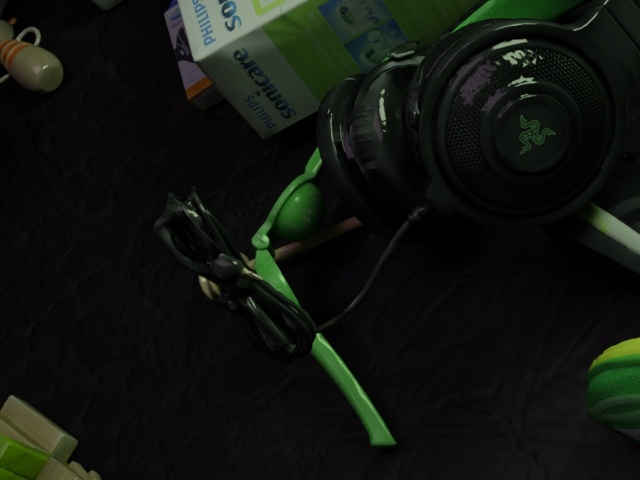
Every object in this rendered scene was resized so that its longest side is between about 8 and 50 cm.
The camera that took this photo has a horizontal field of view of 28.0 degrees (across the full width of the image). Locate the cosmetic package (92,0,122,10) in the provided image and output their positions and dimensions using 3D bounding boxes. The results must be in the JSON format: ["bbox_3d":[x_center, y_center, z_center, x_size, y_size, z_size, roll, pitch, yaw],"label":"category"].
[{"bbox_3d":[-0.214,-0.356,1.244,0.151,0.183,0.151,-25,53,22],"label":"cosmetic package"}]

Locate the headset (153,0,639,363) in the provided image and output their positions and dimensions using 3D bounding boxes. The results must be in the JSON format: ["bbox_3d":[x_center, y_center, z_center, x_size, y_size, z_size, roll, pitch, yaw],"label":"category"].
[{"bbox_3d":[0.072,-0.087,0.847,0.394,0.185,0.243,-51,18,-21],"label":"headset"}]

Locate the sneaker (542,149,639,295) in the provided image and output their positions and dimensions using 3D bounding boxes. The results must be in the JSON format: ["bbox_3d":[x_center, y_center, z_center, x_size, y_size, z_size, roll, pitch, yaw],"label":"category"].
[{"bbox_3d":[0.234,-0.005,0.803,0.097,0.084,0.234,-52,48,-2],"label":"sneaker"}]

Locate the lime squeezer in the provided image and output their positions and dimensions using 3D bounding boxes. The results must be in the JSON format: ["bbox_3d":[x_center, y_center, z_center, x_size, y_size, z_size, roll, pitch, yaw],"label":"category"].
[{"bbox_3d":[0.000,0.000,0.955,0.110,0.059,0.310,-9,65,23],"label":"lime squeezer"}]

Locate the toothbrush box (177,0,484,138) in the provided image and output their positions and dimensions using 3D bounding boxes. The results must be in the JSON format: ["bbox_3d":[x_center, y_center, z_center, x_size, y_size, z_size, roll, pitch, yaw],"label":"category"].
[{"bbox_3d":[0.025,-0.246,1.044,0.283,0.122,0.206,-27,52,14],"label":"toothbrush box"}]

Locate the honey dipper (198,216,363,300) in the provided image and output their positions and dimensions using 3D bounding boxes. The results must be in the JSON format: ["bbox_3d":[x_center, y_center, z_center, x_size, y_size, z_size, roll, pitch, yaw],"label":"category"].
[{"bbox_3d":[-0.023,0.006,1.012,0.160,0.030,0.030,-24,54,20],"label":"honey dipper"}]

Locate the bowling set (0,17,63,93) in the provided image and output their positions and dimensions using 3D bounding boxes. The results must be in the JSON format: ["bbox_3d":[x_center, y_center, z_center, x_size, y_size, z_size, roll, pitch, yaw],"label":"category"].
[{"bbox_3d":[-0.412,-0.137,1.250,0.154,0.200,0.287,34,83,35],"label":"bowling set"}]

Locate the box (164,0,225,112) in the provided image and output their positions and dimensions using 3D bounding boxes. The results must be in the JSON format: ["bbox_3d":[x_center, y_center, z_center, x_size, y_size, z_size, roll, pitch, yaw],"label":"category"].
[{"bbox_3d":[-0.096,-0.189,1.175,0.081,0.028,0.136,-31,49,16],"label":"box"}]

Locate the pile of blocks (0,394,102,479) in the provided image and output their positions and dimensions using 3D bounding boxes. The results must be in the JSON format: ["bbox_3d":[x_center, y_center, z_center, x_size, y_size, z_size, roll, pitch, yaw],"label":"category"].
[{"bbox_3d":[-0.226,0.249,0.961,0.149,0.112,0.362,-40,50,10],"label":"pile of blocks"}]

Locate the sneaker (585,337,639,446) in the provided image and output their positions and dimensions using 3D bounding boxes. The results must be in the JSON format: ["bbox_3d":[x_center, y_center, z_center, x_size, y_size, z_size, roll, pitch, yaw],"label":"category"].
[{"bbox_3d":[0.252,0.145,0.689,0.295,0.109,0.123,30,80,41],"label":"sneaker"}]

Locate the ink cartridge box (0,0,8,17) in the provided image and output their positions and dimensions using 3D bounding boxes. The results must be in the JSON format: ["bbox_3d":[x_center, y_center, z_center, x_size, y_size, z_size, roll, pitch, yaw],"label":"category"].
[{"bbox_3d":[-0.435,-0.356,1.435,0.223,0.129,0.307,4,67,37],"label":"ink cartridge box"}]
